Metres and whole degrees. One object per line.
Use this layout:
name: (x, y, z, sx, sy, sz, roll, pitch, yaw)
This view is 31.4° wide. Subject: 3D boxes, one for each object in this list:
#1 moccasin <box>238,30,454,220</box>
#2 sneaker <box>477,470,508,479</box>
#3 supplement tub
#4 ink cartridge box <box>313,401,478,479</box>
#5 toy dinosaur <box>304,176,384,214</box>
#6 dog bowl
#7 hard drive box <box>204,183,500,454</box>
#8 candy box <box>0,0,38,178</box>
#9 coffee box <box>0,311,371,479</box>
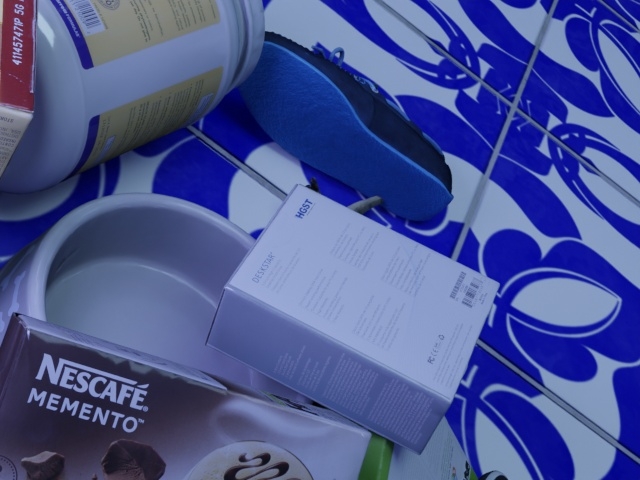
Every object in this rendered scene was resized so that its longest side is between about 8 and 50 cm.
moccasin: (0.028, -0.151, 1.469, 0.342, 0.137, 0.117, 40, 36, -24)
sneaker: (0.217, 0.351, 1.190, 0.084, 0.097, 0.235, 39, 40, -44)
supplement tub: (-0.238, -0.209, 1.208, 0.241, 0.241, 0.331, 49, 42, 7)
ink cartridge box: (0.080, 0.265, 1.184, 0.255, 0.097, 0.189, 60, 30, -34)
toy dinosaur: (0.000, 0.000, 1.354, 0.118, 0.064, 0.268, 45, 39, -20)
dog bowl: (-0.155, 0.103, 1.121, 0.348, 0.102, 0.349, 20, 47, -24)
hard drive box: (0.035, 0.070, 1.107, 0.232, 0.089, 0.181, 28, 42, 5)
candy box: (-0.333, -0.087, 0.978, 0.087, 0.316, 0.183, 13, 50, -27)
coffee box: (-0.132, 0.184, 0.929, 0.297, 0.119, 0.168, 21, 86, -19)
